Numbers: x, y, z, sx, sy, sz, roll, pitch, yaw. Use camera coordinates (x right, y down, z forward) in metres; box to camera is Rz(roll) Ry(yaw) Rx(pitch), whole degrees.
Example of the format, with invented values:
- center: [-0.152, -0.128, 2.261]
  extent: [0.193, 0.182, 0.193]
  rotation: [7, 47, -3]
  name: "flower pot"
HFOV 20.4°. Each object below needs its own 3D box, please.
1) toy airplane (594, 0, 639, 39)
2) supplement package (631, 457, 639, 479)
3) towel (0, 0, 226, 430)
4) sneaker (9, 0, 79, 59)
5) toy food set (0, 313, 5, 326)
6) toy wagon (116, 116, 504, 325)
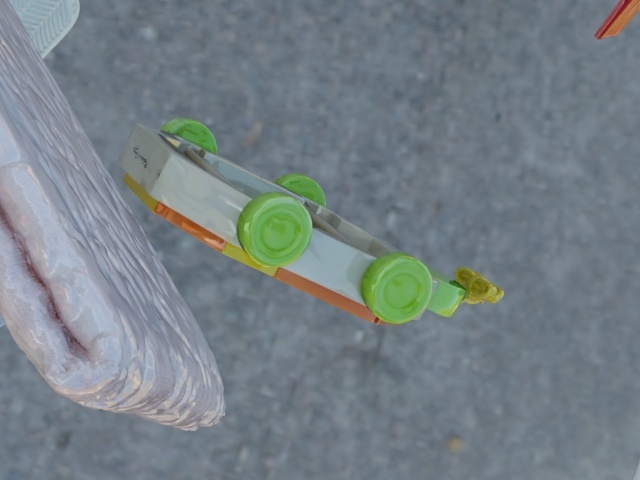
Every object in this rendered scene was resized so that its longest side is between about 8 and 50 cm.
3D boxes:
- center: [0.116, -0.113, 0.490]
  extent: [0.151, 0.028, 0.151]
  rotation: [-32, 151, -20]
  name: "toy airplane"
- center: [0.255, 0.143, 0.960]
  extent: [0.244, 0.134, 0.139]
  rotation: [14, 96, -68]
  name: "supplement package"
- center: [-0.159, -0.044, 0.930]
  extent: [0.053, 0.317, 0.332]
  rotation: [-31, 170, 1]
  name: "towel"
- center: [-0.338, -0.141, 1.503]
  extent: [0.131, 0.148, 0.350]
  rotation: [62, 30, -14]
  name: "sneaker"
- center: [-0.315, -0.005, 1.365]
  extent: [0.232, 0.104, 0.111]
  rotation: [14, 102, -20]
  name: "toy food set"
- center: [0.000, 0.000, 1.484]
  extent: [0.344, 0.267, 0.068]
  rotation: [26, 96, -26]
  name: "toy wagon"
